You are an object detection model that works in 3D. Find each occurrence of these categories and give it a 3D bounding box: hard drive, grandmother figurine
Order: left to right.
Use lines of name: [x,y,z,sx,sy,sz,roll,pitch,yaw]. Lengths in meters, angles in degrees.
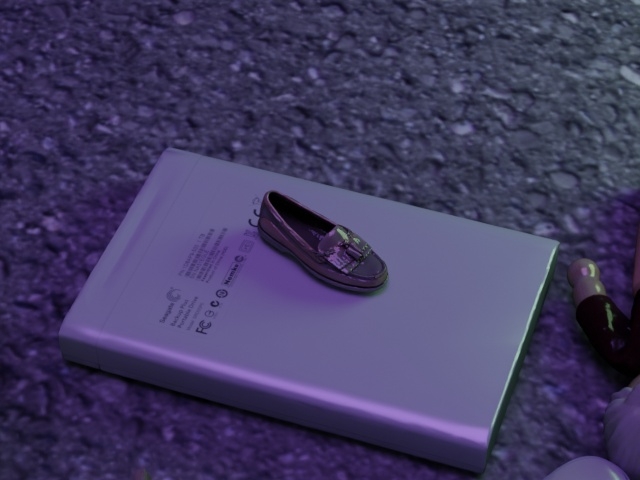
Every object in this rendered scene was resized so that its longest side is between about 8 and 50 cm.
hard drive: [-0.004,0.048,1.474,0.353,0.047,0.233,14,47,13]
grandmother figurine: [0.299,0.053,1.443,0.208,0.104,0.342,-7,43,32]

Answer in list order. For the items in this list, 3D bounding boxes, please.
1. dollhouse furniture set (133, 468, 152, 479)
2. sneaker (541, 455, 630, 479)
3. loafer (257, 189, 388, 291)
dollhouse furniture set: [-0.178,0.256,1.221,0.182,0.161,0.101,-13,46,11]
sneaker: [0.147,0.234,1.264,0.094,0.091,0.258,27,52,23]
loafer: [0.000,0.000,1.459,0.125,0.039,0.045,28,51,25]
